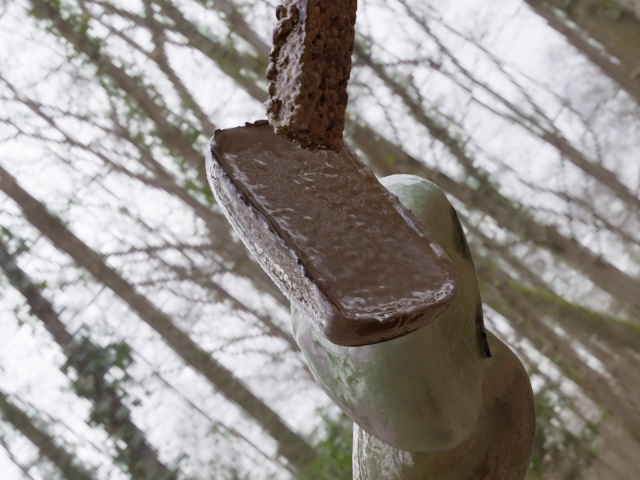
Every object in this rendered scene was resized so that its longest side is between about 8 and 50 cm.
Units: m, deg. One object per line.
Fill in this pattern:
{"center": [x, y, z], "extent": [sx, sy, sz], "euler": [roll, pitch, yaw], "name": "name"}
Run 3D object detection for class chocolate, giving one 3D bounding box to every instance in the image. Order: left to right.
{"center": [-0.001, 0.000, 1.124], "extent": [0.161, 0.261, 0.083], "euler": [-8, -42, -36], "name": "chocolate"}

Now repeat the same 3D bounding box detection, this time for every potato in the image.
{"center": [0.156, 0.243, 1.662], "extent": [0.221, 0.243, 0.326], "euler": [12, -105, -44], "name": "potato"}

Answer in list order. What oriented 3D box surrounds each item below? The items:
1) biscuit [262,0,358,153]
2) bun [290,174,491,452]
{"center": [-0.001, -0.165, 0.926], "extent": [0.064, 0.034, 0.199], "euler": [20, -108, -48], "name": "biscuit"}
{"center": [0.060, 0.086, 1.363], "extent": [0.293, 0.187, 0.293], "euler": [-11, -90, -69], "name": "bun"}
